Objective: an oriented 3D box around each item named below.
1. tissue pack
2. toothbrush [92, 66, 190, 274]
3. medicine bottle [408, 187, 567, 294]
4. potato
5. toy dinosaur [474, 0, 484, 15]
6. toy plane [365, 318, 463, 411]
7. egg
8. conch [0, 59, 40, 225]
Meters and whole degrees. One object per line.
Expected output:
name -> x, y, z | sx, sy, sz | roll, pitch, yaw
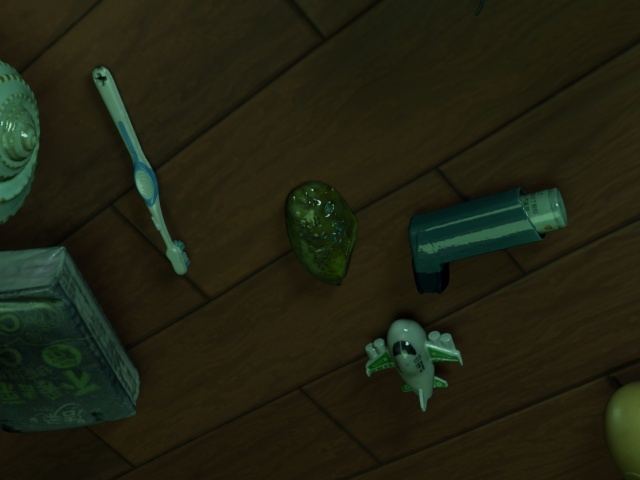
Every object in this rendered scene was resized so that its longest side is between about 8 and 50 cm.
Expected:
tissue pack -> -0.527, 0.192, 1.568 | 0.288, 0.124, 0.394 | -7, 134, 9
toothbrush -> -0.289, -0.103, 1.406 | 0.040, 0.040, 0.386 | -7, 123, 19
medicine bottle -> 0.247, -0.006, 1.320 | 0.258, 0.079, 0.124 | -17, 116, 24
potato -> 0.000, 0.000, 1.403 | 0.119, 0.054, 0.197 | 2, 126, 9
toy dinosaur -> 0.151, -0.373, 1.099 | 0.197, 0.045, 0.080 | 47, 133, -11
toy plane -> 0.161, 0.210, 1.500 | 0.174, 0.080, 0.174 | 7, 125, 10
egg -> 0.576, 0.330, 1.412 | 0.244, 0.201, 0.201 | 40, 126, 0
conch -> -0.552, -0.156, 1.330 | 0.319, 0.215, 0.302 | 25, 129, 36
